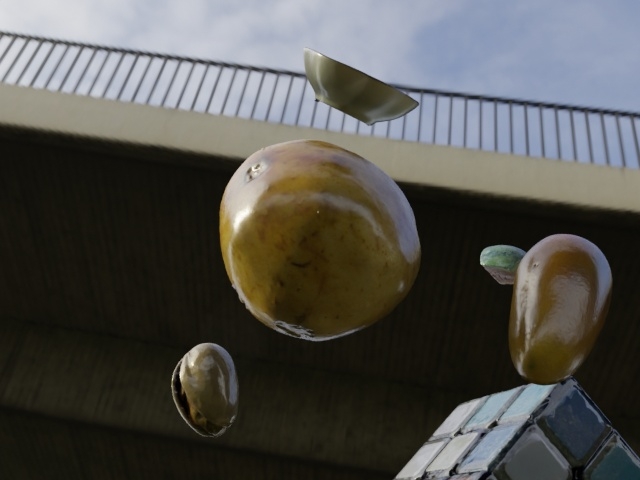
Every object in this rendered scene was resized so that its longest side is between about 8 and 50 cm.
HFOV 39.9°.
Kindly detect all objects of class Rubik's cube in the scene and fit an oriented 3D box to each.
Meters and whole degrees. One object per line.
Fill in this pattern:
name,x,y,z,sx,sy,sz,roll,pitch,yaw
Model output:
Rubik's cube,0.323,0.471,1.441,0.359,0.362,0.363,49,-25,-3

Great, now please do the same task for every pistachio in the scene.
pistachio,-0.172,0.226,1.348,0.113,0.149,0.113,-13,-25,-6

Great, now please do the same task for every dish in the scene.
dish,0.046,-0.214,1.294,0.191,0.190,0.066,24,-81,-15

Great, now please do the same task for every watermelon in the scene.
watermelon,0.334,0.047,1.610,0.092,0.072,0.084,-9,6,-22

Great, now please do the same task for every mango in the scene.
mango,0.283,0.077,1.058,0.113,0.253,0.138,4,-59,27

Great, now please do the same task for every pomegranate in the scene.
pomegranate,0.000,0.000,1.089,0.260,0.260,0.260,5,-43,5
